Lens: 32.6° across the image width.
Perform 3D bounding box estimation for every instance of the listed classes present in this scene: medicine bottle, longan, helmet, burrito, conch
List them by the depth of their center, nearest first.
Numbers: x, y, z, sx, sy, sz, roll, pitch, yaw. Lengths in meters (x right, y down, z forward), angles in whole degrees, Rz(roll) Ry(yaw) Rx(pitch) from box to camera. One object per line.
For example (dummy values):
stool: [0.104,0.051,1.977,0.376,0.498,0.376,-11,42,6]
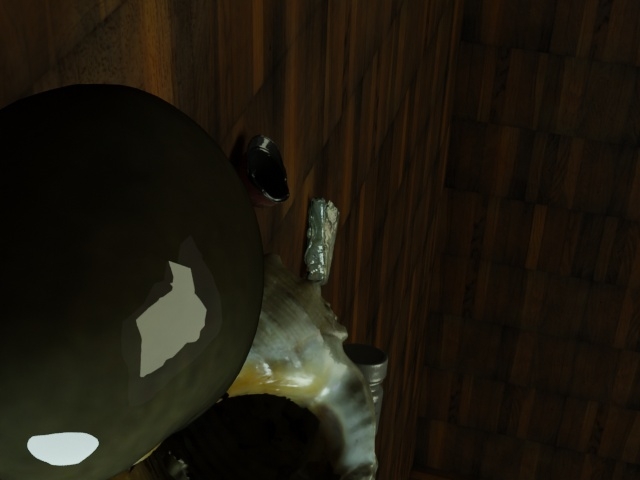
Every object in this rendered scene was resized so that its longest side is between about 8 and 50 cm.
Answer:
longan: [-0.134,0.029,0.648,0.246,0.215,0.246,-26,123,-47]
conch: [-0.084,0.167,1.016,0.324,0.263,0.186,-38,162,-25]
helmet: [-0.073,-0.073,1.244,0.065,0.049,0.084,12,59,-45]
burrito: [0.000,0.000,1.664,0.055,0.041,0.149,-28,128,-58]
medicine bottle: [0.069,0.293,2.100,0.105,0.105,0.168,-47,147,-68]

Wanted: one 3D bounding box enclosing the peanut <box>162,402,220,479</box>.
peanut: [-0.093,0.207,1.175,0.149,0.149,0.313,54,46,-74]
